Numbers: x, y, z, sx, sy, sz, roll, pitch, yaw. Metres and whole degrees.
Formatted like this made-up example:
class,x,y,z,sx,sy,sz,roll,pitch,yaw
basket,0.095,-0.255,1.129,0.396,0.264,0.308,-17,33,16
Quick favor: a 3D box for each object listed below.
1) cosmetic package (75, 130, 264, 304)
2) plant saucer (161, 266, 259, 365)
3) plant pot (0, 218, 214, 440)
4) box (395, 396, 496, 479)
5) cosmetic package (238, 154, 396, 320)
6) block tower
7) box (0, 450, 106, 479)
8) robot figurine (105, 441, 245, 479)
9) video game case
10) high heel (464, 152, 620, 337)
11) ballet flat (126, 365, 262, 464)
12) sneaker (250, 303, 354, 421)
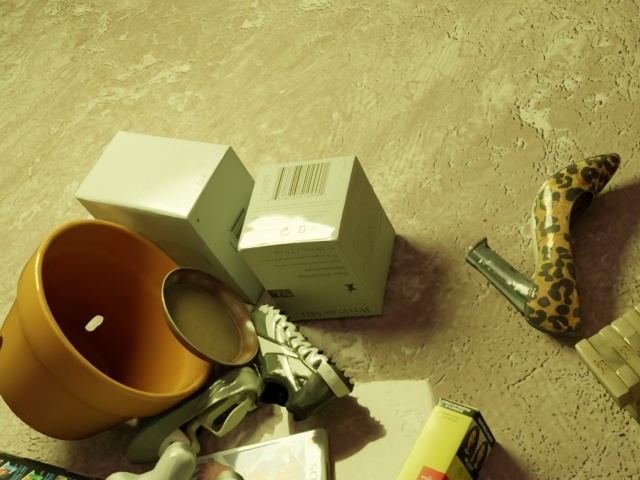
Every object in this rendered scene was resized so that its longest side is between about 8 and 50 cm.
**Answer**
class,x,y,z,sx,sy,sz,roll,pitch,yaw
cosmetic package,-0.201,-0.036,1.618,0.225,0.224,0.138,10,59,33
plant saucer,-0.160,0.112,1.513,0.029,0.168,0.168,-45,40,26
plant pot,-0.320,0.145,1.503,0.203,0.291,0.290,-42,40,29
box,0.124,0.306,1.267,0.058,0.087,0.232,15,61,35
cosmetic package,0.000,0.000,1.512,0.151,0.183,0.151,-5,51,24
block tower,0.469,0.084,1.266,0.336,0.097,0.091,-32,46,-2
box,-0.431,0.424,1.420,0.294,0.073,0.295,7,46,27
robot figurine,-0.214,0.413,1.254,0.300,0.200,0.353,31,81,1
video game case,-0.082,0.344,1.385,0.201,0.023,0.183,-16,48,15
high heel,0.344,0.006,1.412,0.261,0.093,0.186,-38,58,-10
ballet flat,-0.169,0.253,1.473,0.213,0.072,0.068,-36,51,-4
sneaker,-0.055,0.166,1.460,0.106,0.078,0.234,-41,38,-8
